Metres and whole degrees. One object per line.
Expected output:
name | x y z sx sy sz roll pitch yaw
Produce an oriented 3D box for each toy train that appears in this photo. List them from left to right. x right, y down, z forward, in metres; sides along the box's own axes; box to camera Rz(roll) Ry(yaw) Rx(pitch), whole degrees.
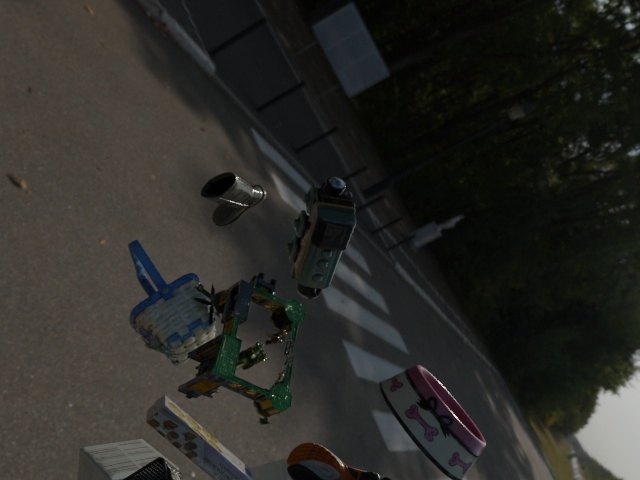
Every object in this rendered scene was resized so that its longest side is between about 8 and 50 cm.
toy train | 0.000 0.000 1.577 0.190 0.142 0.334 -95 -159 -50

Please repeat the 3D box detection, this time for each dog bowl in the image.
dog bowl | 0.385 0.593 2.022 0.408 0.150 0.408 48 6 -6

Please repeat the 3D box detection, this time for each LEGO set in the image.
LEGO set | -0.187 0.259 1.402 0.255 0.192 0.331 24 52 -32

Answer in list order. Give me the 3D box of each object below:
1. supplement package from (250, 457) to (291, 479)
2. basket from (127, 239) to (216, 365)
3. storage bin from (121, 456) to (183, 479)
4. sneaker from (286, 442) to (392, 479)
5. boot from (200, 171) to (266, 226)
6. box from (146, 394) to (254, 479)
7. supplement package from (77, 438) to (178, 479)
supplement package | -0.131 0.716 1.768 0.105 0.179 0.105 34 40 -47
basket | -0.395 0.156 1.527 0.289 0.201 0.255 55 -21 18
storage bin | -0.433 0.640 1.482 0.084 0.180 0.122 60 -1 -35
sneaker | 0.062 0.467 1.104 0.262 0.099 0.121 28 -27 19
boot | -0.249 -0.103 1.568 0.076 0.189 0.208 56 15 8
box | -0.297 0.515 1.497 0.324 0.063 0.067 48 -2 -17
supplement package | -0.561 0.720 1.729 0.198 0.262 0.199 5 90 -39
